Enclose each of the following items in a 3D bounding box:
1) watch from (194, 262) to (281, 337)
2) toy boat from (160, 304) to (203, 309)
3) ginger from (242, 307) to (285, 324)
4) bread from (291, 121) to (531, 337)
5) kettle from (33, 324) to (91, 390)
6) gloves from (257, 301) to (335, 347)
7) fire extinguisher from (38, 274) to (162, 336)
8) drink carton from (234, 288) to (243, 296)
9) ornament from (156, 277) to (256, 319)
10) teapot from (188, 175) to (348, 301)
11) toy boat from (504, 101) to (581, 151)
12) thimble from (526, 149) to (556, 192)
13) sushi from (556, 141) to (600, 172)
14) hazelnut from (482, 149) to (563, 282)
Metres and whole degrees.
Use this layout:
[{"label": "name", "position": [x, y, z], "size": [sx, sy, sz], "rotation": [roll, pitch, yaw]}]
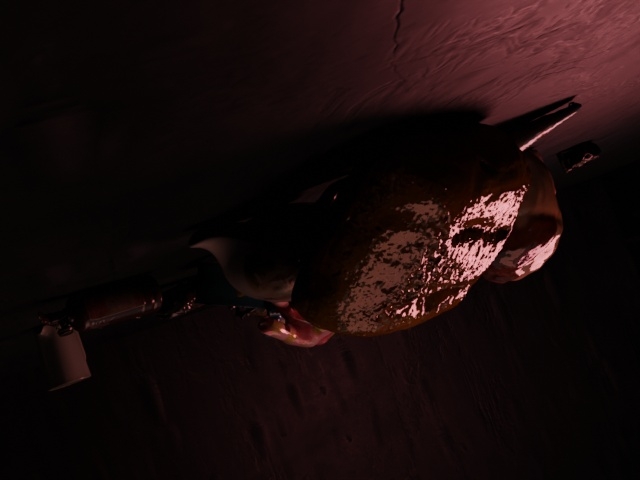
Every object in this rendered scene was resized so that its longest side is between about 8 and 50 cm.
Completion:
[{"label": "watch", "position": [-0.166, 0.095, 1.698], "size": [0.193, 0.211, 0.211], "rotation": [4, 174, -3]}, {"label": "toy boat", "position": [-0.239, 0.118, 2.087], "size": [0.391, 0.080, 0.136], "rotation": [-21, 174, 17]}, {"label": "ginger", "position": [-0.106, 0.107, 1.956], "size": [0.147, 0.081, 0.334], "rotation": [2, 135, -19]}, {"label": "bread", "position": [0.135, 0.001, 1.130], "size": [0.328, 0.148, 0.337], "rotation": [-12, 137, -52]}, {"label": "kettle", "position": [-0.587, 0.257, 1.868], "size": [0.126, 0.148, 0.098], "rotation": [-13, 170, -44]}, {"label": "gloves", "position": [-0.035, 0.127, 1.561], "size": [0.145, 0.126, 0.241], "rotation": [-19, 144, 14]}, {"label": "fire extinguisher", "position": [-0.413, 0.115, 1.496], "size": [0.252, 0.075, 0.106], "rotation": [-13, 145, -41]}, {"label": "drink carton", "position": [0.000, 0.000, 1.563], "size": [0.351, 0.111, 0.154], "rotation": [-16, 174, -21]}, {"label": "ornament", "position": [-0.254, 0.139, 1.885], "size": [0.202, 0.080, 0.236], "rotation": [-26, -157, -37]}, {"label": "teapot", "position": [-0.045, 0.000, 1.249], "size": [0.298, 0.140, 0.204], "rotation": [-22, -158, -8]}, {"label": "toy boat", "position": [0.294, -0.150, 1.336], "size": [0.282, 0.096, 0.206], "rotation": [-34, -179, 13]}, {"label": "thimble", "position": [0.415, -0.115, 1.797], "size": [0.189, 0.125, 0.163], "rotation": [-21, 175, 18]}, {"label": "sushi", "position": [0.673, -0.221, 2.092], "size": [0.084, 0.056, 0.083], "rotation": [-14, 166, -38]}, {"label": "hazelnut", "position": [0.323, -0.058, 1.515], "size": [0.241, 0.261, 0.261], "rotation": [-7, 179, 17]}]
